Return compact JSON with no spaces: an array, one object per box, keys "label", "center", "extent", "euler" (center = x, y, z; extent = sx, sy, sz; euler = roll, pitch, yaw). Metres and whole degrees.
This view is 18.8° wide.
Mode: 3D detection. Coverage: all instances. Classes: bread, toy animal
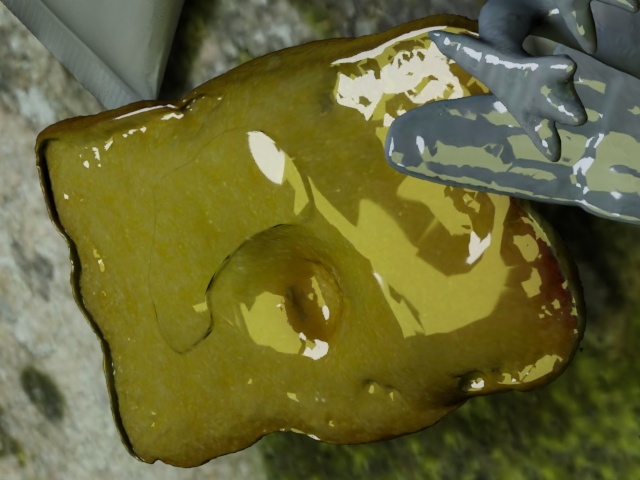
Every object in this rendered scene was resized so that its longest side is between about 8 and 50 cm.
[{"label":"bread","center":[0.000,0.000,0.796],"extent":[0.233,0.088,0.161],"euler":[-11,104,35]},{"label":"toy animal","center":[0.113,-0.083,0.636],"extent":[0.255,0.176,0.239],"euler":[42,130,24]}]

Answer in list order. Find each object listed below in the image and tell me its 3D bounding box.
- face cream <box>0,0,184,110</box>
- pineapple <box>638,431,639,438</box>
[{"label":"face cream","center":[-0.075,-0.198,0.793],"extent":[0.143,0.089,0.314],"euler":[43,136,17]},{"label":"pineapple","center":[0.176,0.171,0.673],"extent":[0.262,0.262,0.272],"euler":[19,93,30]}]
